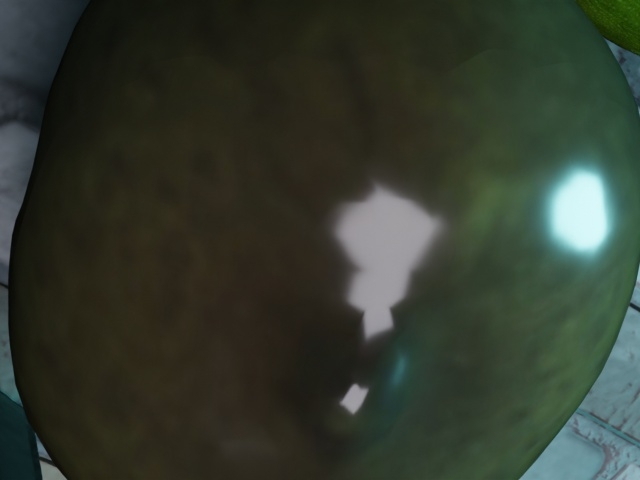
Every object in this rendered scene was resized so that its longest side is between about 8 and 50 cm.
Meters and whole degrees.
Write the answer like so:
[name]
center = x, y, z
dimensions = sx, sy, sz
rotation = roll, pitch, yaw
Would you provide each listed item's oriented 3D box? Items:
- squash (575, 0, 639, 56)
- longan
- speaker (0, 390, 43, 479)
[squash]
center = 0.142, -0.177, 1.058
dimensions = 0.080, 0.071, 0.318
rotation = -45, 123, 14
[longan]
center = 0.000, 0.000, 0.980
dimensions = 0.361, 0.361, 0.361
rotation = -8, 124, -11
[speaker]
center = -0.298, 0.201, 1.084
dimensions = 0.254, 0.232, 0.184
rotation = -40, 123, 11
